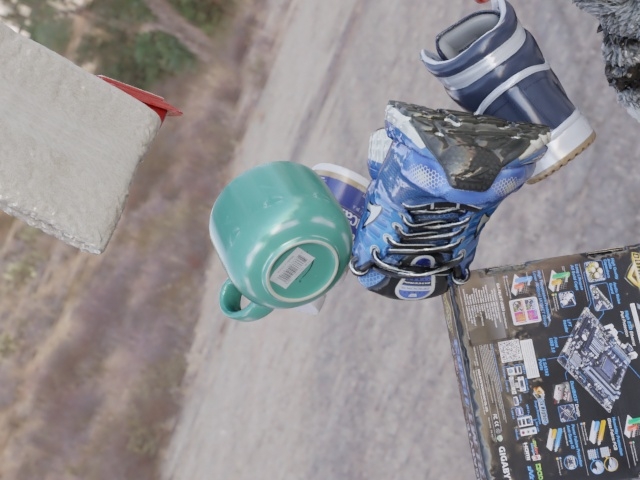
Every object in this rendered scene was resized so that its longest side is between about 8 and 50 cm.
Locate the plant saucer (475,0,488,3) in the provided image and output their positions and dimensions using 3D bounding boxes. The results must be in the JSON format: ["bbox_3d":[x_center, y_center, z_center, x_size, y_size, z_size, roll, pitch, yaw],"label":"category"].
[{"bbox_3d":[0.290,-0.475,1.837,0.259,0.258,0.047,-30,66,22],"label":"plant saucer"}]

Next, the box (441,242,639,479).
[{"bbox_3d":[0.322,0.165,1.575,0.073,0.293,0.295,105,155,-75],"label":"box"}]

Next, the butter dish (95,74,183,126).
[{"bbox_3d":[-0.306,-0.169,1.823,0.160,0.160,0.118,11,84,62],"label":"butter dish"}]

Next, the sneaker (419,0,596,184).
[{"bbox_3d":[0.167,-0.142,1.164,0.099,0.153,0.282,-38,5,5],"label":"sneaker"}]

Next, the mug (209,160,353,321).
[{"bbox_3d":[-0.034,0.013,1.216,0.097,0.129,0.157,-123,25,-48],"label":"mug"}]

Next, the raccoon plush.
[{"bbox_3d":[0.516,-0.354,1.655,0.299,0.446,0.216,10,59,43],"label":"raccoon plush"}]

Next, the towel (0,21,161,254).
[{"bbox_3d":[-0.319,-0.119,1.304,0.049,0.282,0.187,-28,38,55],"label":"towel"}]

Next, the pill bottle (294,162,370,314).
[{"bbox_3d":[0.000,0.000,1.510,0.169,0.094,0.094,-66,6,-15],"label":"pill bottle"}]

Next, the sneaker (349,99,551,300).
[{"bbox_3d":[0.096,-0.023,0.986,0.330,0.130,0.147,117,162,-86],"label":"sneaker"}]
